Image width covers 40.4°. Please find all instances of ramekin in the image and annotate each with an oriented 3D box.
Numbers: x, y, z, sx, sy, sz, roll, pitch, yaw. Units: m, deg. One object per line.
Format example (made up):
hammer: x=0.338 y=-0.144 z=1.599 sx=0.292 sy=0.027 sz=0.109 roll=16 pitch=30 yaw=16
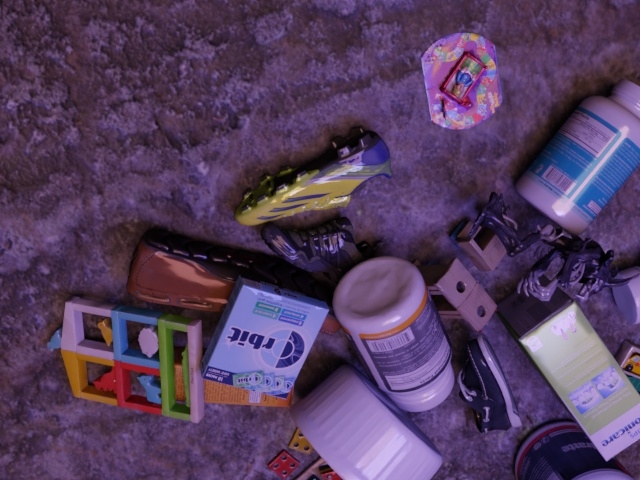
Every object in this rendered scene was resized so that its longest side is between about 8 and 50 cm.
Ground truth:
ramekin: x=0.088 y=0.350 z=1.555 sx=0.277 sy=0.277 sz=0.135 roll=43 pitch=90 yaw=-18

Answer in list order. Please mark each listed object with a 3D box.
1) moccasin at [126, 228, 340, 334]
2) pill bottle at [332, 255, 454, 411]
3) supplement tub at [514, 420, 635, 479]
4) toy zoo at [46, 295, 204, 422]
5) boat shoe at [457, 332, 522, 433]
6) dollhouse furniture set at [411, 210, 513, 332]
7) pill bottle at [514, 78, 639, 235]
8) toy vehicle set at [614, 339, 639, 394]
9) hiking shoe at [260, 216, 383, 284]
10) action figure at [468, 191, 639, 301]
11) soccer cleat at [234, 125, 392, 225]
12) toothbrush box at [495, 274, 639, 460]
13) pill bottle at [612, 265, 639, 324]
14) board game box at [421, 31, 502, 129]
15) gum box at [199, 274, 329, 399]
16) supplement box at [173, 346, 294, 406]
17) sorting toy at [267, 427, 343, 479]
moccasin: x=-0.146 y=0.100 z=1.511 sx=0.380 sy=0.139 sz=0.147 roll=14 pitch=111 yaw=-14
pill bottle: x=0.138 y=0.171 z=1.526 sx=0.162 sy=0.162 sz=0.278 roll=-27 pitch=131 yaw=1
supplement tub: x=0.499 y=0.485 z=1.647 sx=0.191 sy=0.272 sz=0.191 roll=-2 pitch=108 yaw=-8
toy zoo: x=-0.343 y=0.203 z=1.513 sx=0.293 sy=0.030 sz=0.192 roll=8 pitch=113 yaw=17
boat shoe: x=0.299 y=0.275 z=1.593 sx=0.091 sy=0.114 sz=0.302 roll=-20 pitch=136 yaw=10
dollhouse furniture set: x=0.261 y=0.058 z=1.580 sx=0.129 sy=0.129 sz=0.183 roll=49 pitch=66 yaw=-18
pill bottle: x=0.473 y=-0.148 z=1.513 sx=0.146 sy=0.146 sz=0.264 roll=36 pitch=100 yaw=-16
toy vehicle set: x=0.684 y=0.320 z=1.747 sx=0.267 sy=0.035 sz=0.166 roll=22 pitch=103 yaw=-14
hiking shoe: x=0.000 y=0.000 z=1.529 sx=0.227 sy=0.086 sz=0.114 roll=25 pitch=92 yaw=-30
action figure: x=0.379 y=0.035 z=1.453 sx=0.276 sy=0.164 sz=0.141 roll=30 pitch=85 yaw=8
soccer cleat: x=-0.009 y=-0.085 z=1.496 sx=0.289 sy=0.093 sz=0.121 roll=-28 pitch=119 yaw=3
toothbrush box: x=0.457 y=0.222 z=1.577 sx=0.122 sy=0.206 sz=0.283 roll=-37 pitch=101 yaw=6
pill bottle: x=0.672 y=0.074 z=1.618 sx=0.229 sy=0.131 sz=0.131 roll=-17 pitch=109 yaw=-2
board game box: x=0.250 y=-0.273 z=1.503 sx=0.133 sy=0.033 sz=0.168 roll=-13 pitch=109 yaw=-4
gum box: x=-0.094 y=0.163 z=1.445 sx=0.157 sy=0.041 sz=0.184 roll=18 pitch=110 yaw=-21
supplement box: x=-0.168 y=0.249 z=1.584 sx=0.233 sy=0.078 sz=0.080 roll=3 pitch=107 yaw=-10
sorting toy: x=0.024 y=0.481 z=1.700 sx=0.132 sy=0.046 sz=0.274 roll=-42 pitch=108 yaw=6
